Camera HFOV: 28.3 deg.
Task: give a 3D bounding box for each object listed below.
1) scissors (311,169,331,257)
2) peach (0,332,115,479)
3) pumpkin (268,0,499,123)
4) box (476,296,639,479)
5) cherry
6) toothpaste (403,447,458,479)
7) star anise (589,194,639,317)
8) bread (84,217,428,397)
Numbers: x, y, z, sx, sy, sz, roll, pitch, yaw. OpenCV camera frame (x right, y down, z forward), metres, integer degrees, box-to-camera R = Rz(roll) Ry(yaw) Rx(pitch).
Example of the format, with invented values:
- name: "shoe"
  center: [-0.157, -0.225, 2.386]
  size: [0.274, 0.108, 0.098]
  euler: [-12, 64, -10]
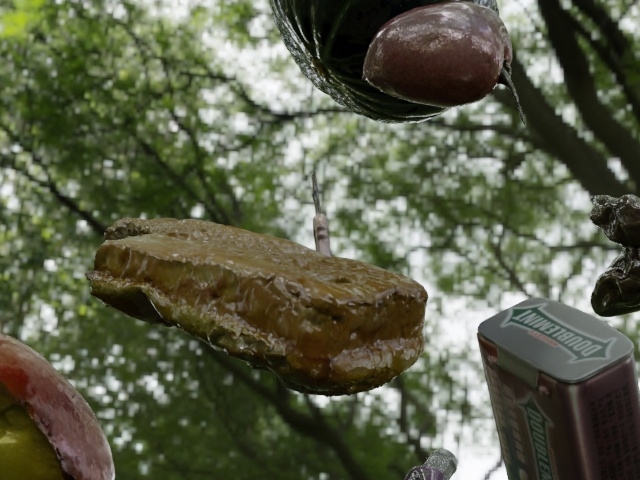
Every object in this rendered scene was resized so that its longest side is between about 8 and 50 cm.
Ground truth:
- name: "scissors"
  center: [0.000, 0.000, 1.743]
  size: [0.024, 0.318, 0.160]
  euler: [-6, -53, -1]
- name: "peach"
  center: [-0.356, 0.231, 1.324]
  size: [0.281, 0.281, 0.338]
  euler: [0, -32, 7]
- name: "pumpkin"
  center: [0.064, -0.235, 1.259]
  size: [0.249, 0.216, 0.250]
  euler: [23, -32, 16]
- name: "box"
  center: [0.180, 0.162, 0.895]
  size: [0.069, 0.224, 0.120]
  euler: [-23, 23, -20]
- name: "cherry"
  center: [0.104, -0.152, 1.038]
  size: [0.126, 0.087, 0.106]
  euler: [7, 15, -11]
- name: "toothpaste"
  center: [0.052, 0.312, 1.225]
  size: [0.048, 0.301, 0.075]
  euler: [32, -40, 13]
- name: "star anise"
  center: [0.397, -0.010, 1.350]
  size: [0.108, 0.315, 0.315]
  euler: [-9, -14, -34]
- name: "bread"
  center: [-0.088, 0.053, 1.195]
  size: [0.380, 0.109, 0.185]
  euler: [15, 15, 39]
